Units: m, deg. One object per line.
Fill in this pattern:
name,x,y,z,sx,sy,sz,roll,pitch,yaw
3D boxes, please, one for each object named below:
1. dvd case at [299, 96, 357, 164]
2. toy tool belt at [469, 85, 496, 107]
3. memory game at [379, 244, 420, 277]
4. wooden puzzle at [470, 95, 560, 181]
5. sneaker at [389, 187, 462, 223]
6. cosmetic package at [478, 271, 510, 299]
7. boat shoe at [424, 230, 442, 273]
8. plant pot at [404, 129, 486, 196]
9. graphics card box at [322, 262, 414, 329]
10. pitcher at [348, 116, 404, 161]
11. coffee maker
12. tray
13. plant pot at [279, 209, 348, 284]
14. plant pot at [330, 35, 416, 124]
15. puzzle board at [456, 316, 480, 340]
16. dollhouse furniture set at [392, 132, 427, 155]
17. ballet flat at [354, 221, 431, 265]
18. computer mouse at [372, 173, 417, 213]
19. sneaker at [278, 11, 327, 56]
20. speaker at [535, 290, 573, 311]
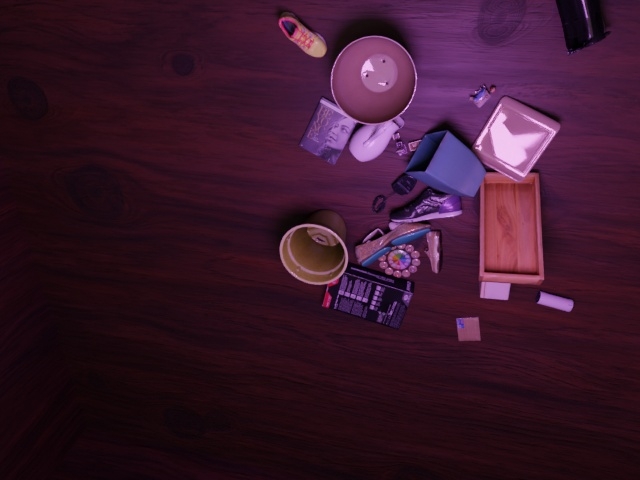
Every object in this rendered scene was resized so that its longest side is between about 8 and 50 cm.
dvd case,0.032,-0.428,1.846,0.165,0.018,0.221,29,121,-2
toy tool belt,0.566,-0.512,1.643,0.051,0.052,0.083,33,120,-14
memory game,0.342,0.085,2.048,0.186,0.012,0.186,6,119,11
wooden puzzle,0.689,-0.361,1.681,0.221,0.044,0.238,33,118,13
sneaker,0.412,-0.145,1.870,0.284,0.107,0.124,-8,101,14
cosmetic package,0.699,0.064,1.859,0.113,0.160,0.309,3,117,14
boat shoe,0.471,0.047,1.971,0.072,0.068,0.189,4,110,26
plant pot,0.472,-0.262,1.714,0.234,0.166,0.165,29,88,-17
graphics card box,0.213,0.245,2.118,0.371,0.094,0.232,17,123,7
pitcher,0.199,-0.383,1.734,0.207,0.178,0.125,-40,92,28
coffee maker,0.792,-0.682,1.422,0.120,0.171,0.178,-11,114,38
tray,0.677,-0.050,1.687,0.203,0.410,0.076,3,157,14
plant pot,0.000,0.000,1.951,0.277,0.253,0.275,7,120,12
plant pot,0.193,-0.564,1.630,0.285,0.191,0.283,6,118,11
puzzle board,0.674,0.403,2.136,0.097,0.011,0.128,-5,116,18
dollhouse furniture set,0.335,-0.365,1.764,0.115,0.081,0.090,-12,114,20
ballet flat,0.288,-0.014,1.960,0.349,0.123,0.123,-31,106,25
computer mouse,0.296,-0.192,1.900,0.071,0.041,0.242,42,126,-11
sneaker,-0.069,-0.723,1.668,0.209,0.094,0.081,35,119,-7
speaker,0.970,0.253,1.951,0.136,0.055,0.055,15,120,7
